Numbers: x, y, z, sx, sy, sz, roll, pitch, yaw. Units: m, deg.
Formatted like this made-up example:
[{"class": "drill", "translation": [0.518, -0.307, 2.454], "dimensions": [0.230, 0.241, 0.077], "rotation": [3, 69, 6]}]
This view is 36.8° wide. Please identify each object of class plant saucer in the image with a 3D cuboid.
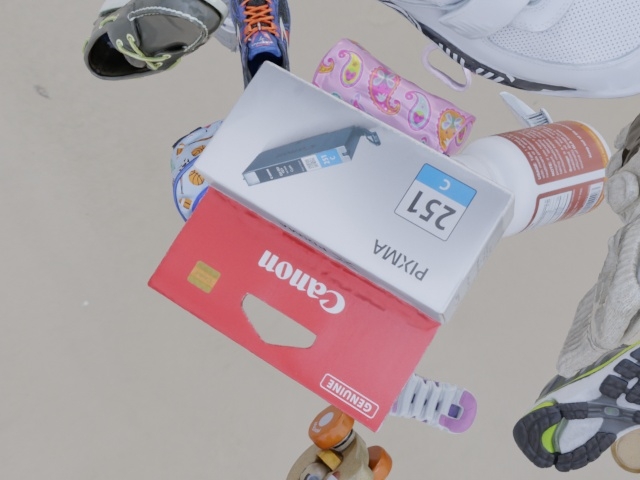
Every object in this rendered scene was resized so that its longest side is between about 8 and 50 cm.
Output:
[{"class": "plant saucer", "translation": [0.531, 0.353, 1.622], "dimensions": [0.083, 0.015, 0.084], "rotation": [-5, 65, 11]}]

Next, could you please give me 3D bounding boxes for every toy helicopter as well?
[{"class": "toy helicopter", "translation": [-0.015, 0.440, 1.550], "dimensions": [0.235, 0.355, 0.140], "rotation": [-34, 108, 16]}]

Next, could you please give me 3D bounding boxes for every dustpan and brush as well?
[{"class": "dustpan and brush", "translation": [0.403, -0.178, 1.666], "dimensions": [0.060, 0.211, 0.147], "rotation": [-39, 46, 8]}]

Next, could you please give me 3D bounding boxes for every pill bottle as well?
[{"class": "pill bottle", "translation": [0.237, -0.071, 1.148], "dimensions": [0.216, 0.121, 0.121], "rotation": [-14, 93, -33]}]

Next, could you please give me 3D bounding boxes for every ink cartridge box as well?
[{"class": "ink cartridge box", "translation": [0.000, 0.000, 0.954], "dimensions": [0.296, 0.066, 0.261], "rotation": [30, 82, 17]}]

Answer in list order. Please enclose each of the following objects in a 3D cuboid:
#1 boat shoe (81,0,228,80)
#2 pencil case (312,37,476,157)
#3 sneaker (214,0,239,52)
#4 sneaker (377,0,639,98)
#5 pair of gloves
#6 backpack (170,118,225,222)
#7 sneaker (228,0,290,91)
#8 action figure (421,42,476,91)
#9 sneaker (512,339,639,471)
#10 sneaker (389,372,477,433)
[{"class": "boat shoe", "translation": [-0.209, -0.251, 1.177], "dimensions": [0.109, 0.305, 0.091], "rotation": [31, 77, -29]}, {"class": "pencil case", "translation": [0.124, -0.229, 1.645], "dimensions": [0.284, 0.124, 0.124], "rotation": [35, 99, 10]}, {"class": "sneaker", "translation": [-0.245, -0.463, 1.840], "dimensions": [0.105, 0.115, 0.281], "rotation": [-31, 67, -30]}, {"class": "sneaker", "translation": [0.077, -0.193, 0.604], "dimensions": [0.365, 0.210, 0.137], "rotation": [29, 105, 2]}, {"class": "pair of gloves", "translation": [0.232, -0.027, 0.693], "dimensions": [0.042, 0.204, 0.240], "rotation": [23, 70, 3]}, {"class": "backpack", "translation": [-0.149, -0.086, 1.759], "dimensions": [0.276, 0.213, 0.263], "rotation": [-28, 123, 3]}, {"class": "sneaker", "translation": [-0.073, -0.262, 1.268], "dimensions": [0.083, 0.087, 0.221], "rotation": [-11, 92, -3]}, {"class": "action figure", "translation": [0.296, -0.469, 1.874], "dimensions": [0.248, 0.370, 0.276], "rotation": [29, 91, -9]}, {"class": "sneaker", "translation": [0.350, 0.151, 1.089], "dimensions": [0.300, 0.121, 0.111], "rotation": [-34, 102, 37]}, {"class": "sneaker", "translation": [0.150, 0.265, 1.674], "dimensions": [0.236, 0.104, 0.095], "rotation": [24, 82, -10]}]
